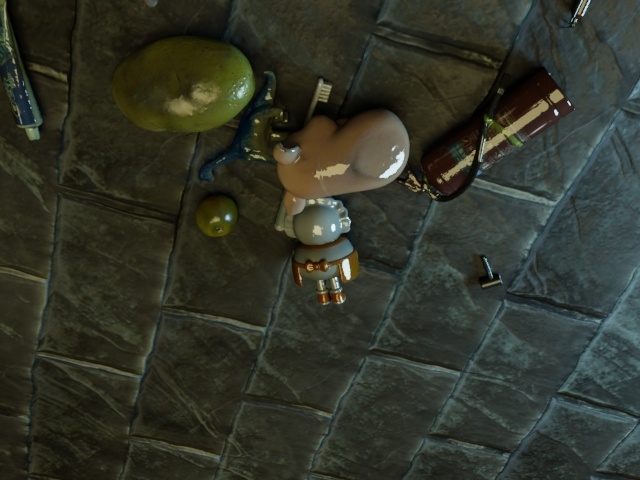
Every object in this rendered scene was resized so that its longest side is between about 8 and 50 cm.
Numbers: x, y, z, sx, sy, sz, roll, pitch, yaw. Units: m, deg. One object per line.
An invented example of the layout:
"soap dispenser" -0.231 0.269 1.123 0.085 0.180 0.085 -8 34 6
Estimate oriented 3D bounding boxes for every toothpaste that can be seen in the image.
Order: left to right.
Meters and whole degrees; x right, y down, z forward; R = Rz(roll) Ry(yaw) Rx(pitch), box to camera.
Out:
"toothpaste" -0.547 -0.302 1.243 0.047 0.069 0.268 -21 128 -25

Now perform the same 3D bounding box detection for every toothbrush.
"toothbrush" -0.040 -0.158 1.358 0.030 0.025 0.342 13 124 -11

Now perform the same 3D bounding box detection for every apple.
"apple" -0.208 -0.049 1.408 0.090 0.074 0.089 -10 143 -7

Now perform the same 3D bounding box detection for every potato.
"potato" -0.235 -0.266 1.202 0.248 0.143 0.169 -7 105 9

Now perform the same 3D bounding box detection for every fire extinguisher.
"fire extinguisher" 0.286 -0.187 1.288 0.341 0.105 0.141 -35 103 22
"fire extinguisher" 0.437 -0.397 1.167 0.032 0.046 0.100 20 123 3

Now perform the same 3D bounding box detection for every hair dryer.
"hair dryer" 0.363 0.068 1.515 0.047 0.026 0.083 -19 120 13

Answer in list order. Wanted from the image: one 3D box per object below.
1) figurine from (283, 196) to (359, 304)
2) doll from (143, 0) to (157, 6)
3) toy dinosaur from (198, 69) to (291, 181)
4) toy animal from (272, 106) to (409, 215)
"figurine" -0.001 0.006 1.403 0.143 0.143 0.271 -10 125 8
"doll" -0.429 -0.475 1.022 0.371 0.226 0.214 5 87 2
"toy dinosaur" -0.151 -0.210 1.295 0.188 0.075 0.247 1 132 4
"toy animal" 0.040 -0.150 1.253 0.250 0.154 0.166 -18 121 -6
